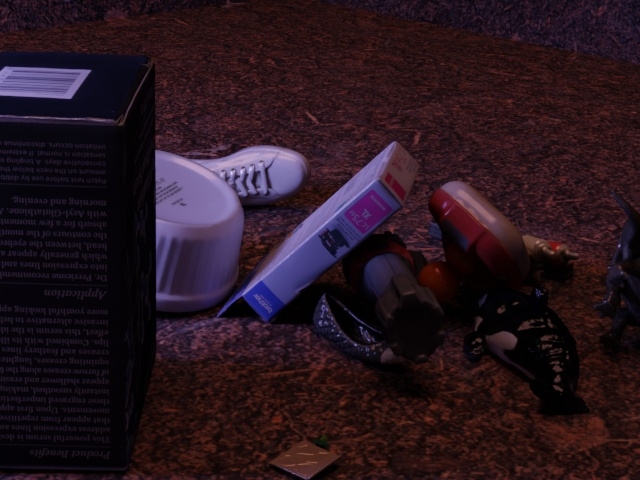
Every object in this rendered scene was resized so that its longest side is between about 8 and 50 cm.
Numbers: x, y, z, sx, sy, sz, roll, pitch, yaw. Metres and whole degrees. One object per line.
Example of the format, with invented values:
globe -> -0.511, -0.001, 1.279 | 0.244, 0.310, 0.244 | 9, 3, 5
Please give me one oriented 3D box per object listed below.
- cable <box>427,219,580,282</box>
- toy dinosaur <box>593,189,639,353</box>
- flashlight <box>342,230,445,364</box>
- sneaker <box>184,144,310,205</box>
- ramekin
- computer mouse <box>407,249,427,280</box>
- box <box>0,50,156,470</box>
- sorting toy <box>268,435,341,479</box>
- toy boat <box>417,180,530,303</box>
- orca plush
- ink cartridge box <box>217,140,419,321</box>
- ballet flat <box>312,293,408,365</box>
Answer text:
cable -> 0.290, -0.001, 1.963 | 0.140, 0.072, 0.287 | -3, 20, -29
toy dinosaur -> 0.427, 0.049, 1.658 | 0.121, 0.313, 0.160 | -15, 29, 43
flashlight -> 0.097, 0.074, 1.637 | 0.103, 0.103, 0.304 | 29, 12, -15
sneaker -> -0.162, -0.089, 2.134 | 0.290, 0.105, 0.123 | -6, 23, 9
ramekin -> -0.232, -0.025, 1.790 | 0.273, 0.127, 0.273 | 17, 28, -9
computer mouse -> 0.130, 0.064, 1.816 | 0.071, 0.041, 0.242 | 2, 21, -2
box -> -0.301, 0.014, 1.398 | 0.212, 0.395, 0.293 | 2, 21, -2
sorting toy -> -0.008, 0.237, 1.373 | 0.062, 0.012, 0.083 | 12, 25, 38
toy boat -> 0.198, 0.027, 1.755 | 0.151, 0.151, 0.231 | 45, -1, 22
orca plush -> 0.263, 0.111, 1.610 | 0.151, 0.102, 0.287 | 3, 20, 2
ink cartridge box -> 0.000, 0.000, 1.756 | 0.311, 0.065, 0.186 | -39, 8, 22
ballet flat -> 0.049, 0.120, 1.640 | 0.057, 0.049, 0.173 | -14, 27, -40
